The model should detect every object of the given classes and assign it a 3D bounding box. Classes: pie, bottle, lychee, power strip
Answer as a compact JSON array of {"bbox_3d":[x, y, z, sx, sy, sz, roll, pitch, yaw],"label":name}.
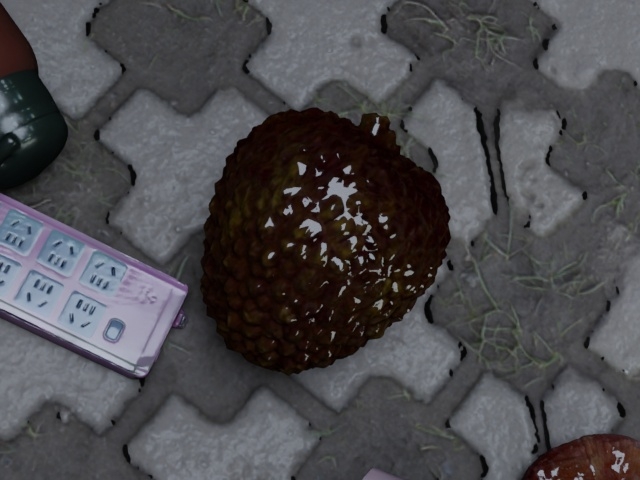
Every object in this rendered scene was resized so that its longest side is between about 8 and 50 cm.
[{"bbox_3d":[0.285,0.306,1.328,0.204,0.054,0.219,6,74,-10],"label":"pie"},{"bbox_3d":[-0.380,-0.202,1.298,0.144,0.144,0.336,-33,84,-19],"label":"bottle"},{"bbox_3d":[0.000,0.000,1.271,0.236,0.236,0.271,25,96,-3],"label":"lychee"},{"bbox_3d":[-0.267,0.039,1.301,0.279,0.037,0.109,26,70,-3],"label":"power strip"}]

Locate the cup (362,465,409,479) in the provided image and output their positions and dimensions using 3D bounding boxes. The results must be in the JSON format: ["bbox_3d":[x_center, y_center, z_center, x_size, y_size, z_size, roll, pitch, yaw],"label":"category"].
[{"bbox_3d":[0.129,0.346,1.178,0.274,0.253,0.253,22,69,14],"label":"cup"}]
